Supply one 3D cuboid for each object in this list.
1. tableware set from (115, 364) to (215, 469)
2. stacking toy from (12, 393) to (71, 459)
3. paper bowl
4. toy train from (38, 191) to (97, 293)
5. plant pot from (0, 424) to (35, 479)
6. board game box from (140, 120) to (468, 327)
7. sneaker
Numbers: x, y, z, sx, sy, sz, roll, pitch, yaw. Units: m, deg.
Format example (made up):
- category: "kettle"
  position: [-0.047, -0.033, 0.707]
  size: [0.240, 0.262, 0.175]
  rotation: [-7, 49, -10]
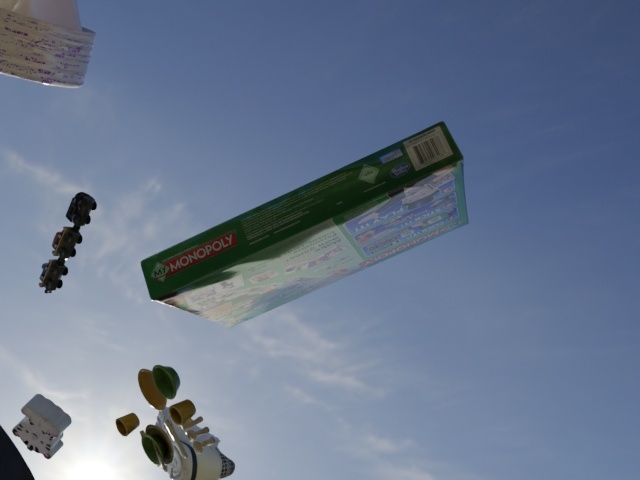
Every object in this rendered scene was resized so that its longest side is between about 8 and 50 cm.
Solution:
- category: "tableware set"
  position: [-0.171, 0.185, 0.726]
  size: [0.154, 0.024, 0.104]
  rotation: [-34, -96, 47]
- category: "stacking toy"
  position: [-0.187, 0.231, 0.499]
  size: [0.221, 0.167, 0.052]
  rotation: [36, -53, 3]
- category: "paper bowl"
  position: [-0.481, -0.339, 1.045]
  size: [0.284, 0.284, 0.148]
  rotation: [20, -77, 0]
- category: "toy train"
  position: [-0.344, 0.004, 0.943]
  size: [0.036, 0.027, 0.158]
  rotation: [39, -69, 26]
- category: "plant pot"
  position: [-0.567, 0.393, 1.087]
  size: [0.188, 0.187, 0.167]
  rotation: [-32, -70, 30]
- category: "board game box"
  position: [0.000, 0.000, 0.745]
  size: [0.317, 0.046, 0.213]
  rotation: [-24, -18, 6]
- category: "sneaker"
  position: [-0.233, 0.363, 1.241]
  size: [0.094, 0.090, 0.235]
  rotation: [3, 11, -29]
